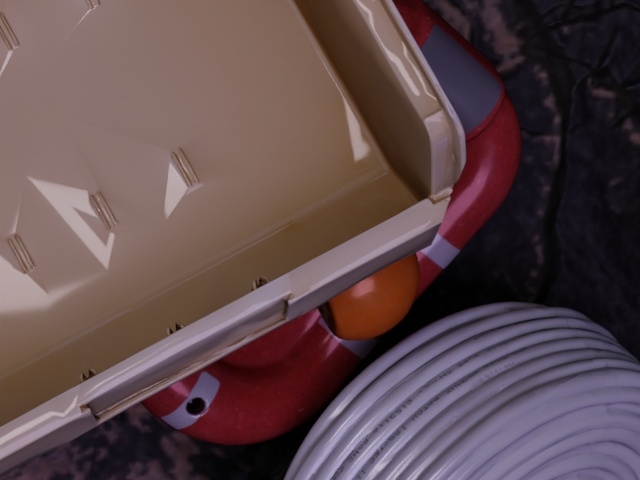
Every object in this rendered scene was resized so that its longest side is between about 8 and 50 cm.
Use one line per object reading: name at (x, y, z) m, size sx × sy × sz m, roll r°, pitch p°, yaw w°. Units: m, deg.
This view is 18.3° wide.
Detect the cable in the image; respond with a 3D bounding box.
cable at (0.078, 0.156, 1.005) m, size 0.257 × 0.089 × 0.257 m, roll 20°, pitch 104°, yaw -49°

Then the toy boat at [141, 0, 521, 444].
toy boat at (0.000, 0.000, 0.925) m, size 0.151 × 0.151 × 0.231 m, roll 38°, pitch 97°, yaw -26°

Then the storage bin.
storage bin at (-0.115, -0.065, 0.807) m, size 0.262 × 0.123 × 0.260 m, roll -28°, pitch 81°, yaw -8°
